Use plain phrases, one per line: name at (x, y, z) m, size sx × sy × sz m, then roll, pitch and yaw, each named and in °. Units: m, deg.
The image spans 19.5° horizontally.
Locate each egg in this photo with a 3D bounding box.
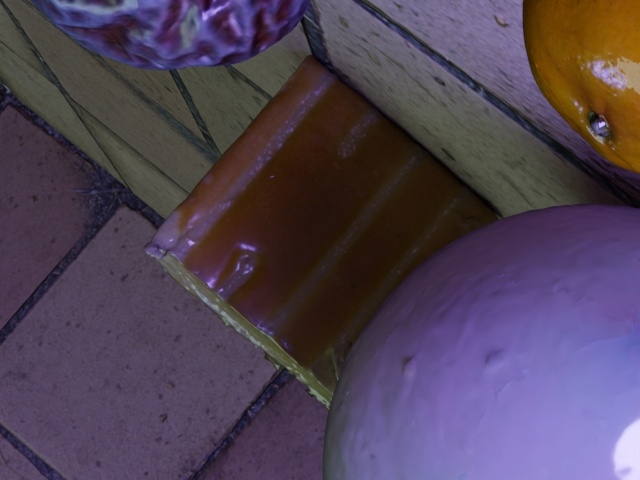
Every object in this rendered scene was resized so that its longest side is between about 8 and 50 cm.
egg at (0.182, 0.125, 1.243) m, size 0.354 × 0.354 × 0.340 m, roll 39°, pitch 155°, yaw 17°

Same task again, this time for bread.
bread at (0.000, 0.000, 1.671) m, size 0.239 × 0.246 × 0.111 m, roll 40°, pitch 163°, yaw 4°

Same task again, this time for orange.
orange at (0.165, -0.097, 0.876) m, size 0.156 × 0.124 × 0.156 m, roll 40°, pitch 175°, yaw 4°

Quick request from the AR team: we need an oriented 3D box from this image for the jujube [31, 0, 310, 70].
jujube at (-0.130, -0.248, 1.166) m, size 0.226 × 0.226 × 0.317 m, roll 31°, pitch 161°, yaw 50°
